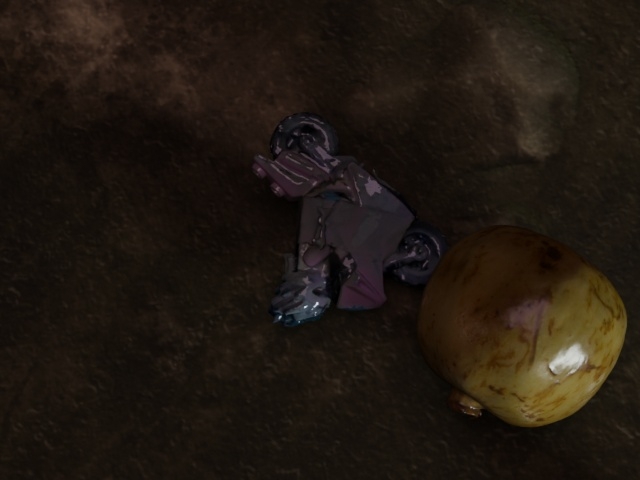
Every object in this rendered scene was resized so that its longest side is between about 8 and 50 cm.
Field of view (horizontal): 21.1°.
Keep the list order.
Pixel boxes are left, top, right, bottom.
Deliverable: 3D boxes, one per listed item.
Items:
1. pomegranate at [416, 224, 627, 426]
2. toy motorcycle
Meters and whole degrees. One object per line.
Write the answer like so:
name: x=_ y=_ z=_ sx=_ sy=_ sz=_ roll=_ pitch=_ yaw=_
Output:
pomegranate: x=0.204 y=0.096 z=1.781 sx=0.215 sy=0.215 sz=0.215 roll=-1 pitch=70 yaw=3
toy motorcycle: x=0.001 y=-0.001 z=1.866 sx=0.239 sy=0.108 sz=0.204 roll=41 pitch=78 yaw=15
